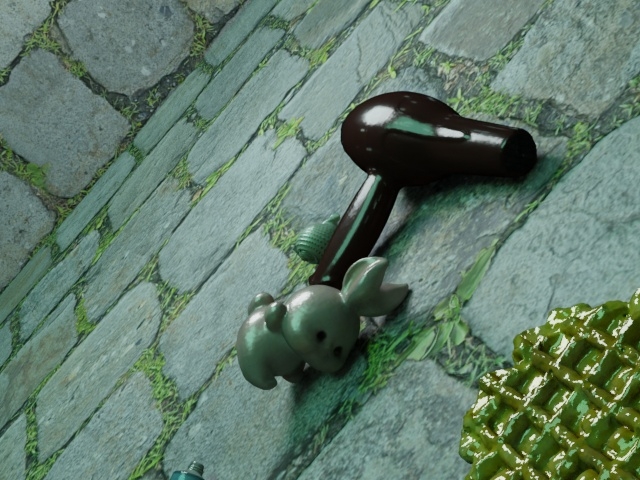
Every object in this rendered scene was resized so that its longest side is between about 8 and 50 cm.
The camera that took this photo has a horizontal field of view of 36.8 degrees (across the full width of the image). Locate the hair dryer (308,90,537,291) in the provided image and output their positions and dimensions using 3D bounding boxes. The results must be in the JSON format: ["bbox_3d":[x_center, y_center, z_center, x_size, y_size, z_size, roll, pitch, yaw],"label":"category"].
[{"bbox_3d":[0.087,-0.024,1.212,0.312,0.123,0.341,25,87,55],"label":"hair dryer"}]

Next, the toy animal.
[{"bbox_3d":[0.001,0.100,1.132,0.212,0.124,0.124,-26,32,31],"label":"toy animal"}]

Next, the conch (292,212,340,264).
[{"bbox_3d":[0.001,0.004,1.340,0.085,0.057,0.076,-27,-6,-27],"label":"conch"}]

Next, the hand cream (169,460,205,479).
[{"bbox_3d":[-0.190,0.371,1.151,0.083,0.048,0.224,-16,45,48],"label":"hand cream"}]

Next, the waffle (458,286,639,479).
[{"bbox_3d":[0.211,0.148,0.752,0.262,0.060,0.281,-33,27,41],"label":"waffle"}]
